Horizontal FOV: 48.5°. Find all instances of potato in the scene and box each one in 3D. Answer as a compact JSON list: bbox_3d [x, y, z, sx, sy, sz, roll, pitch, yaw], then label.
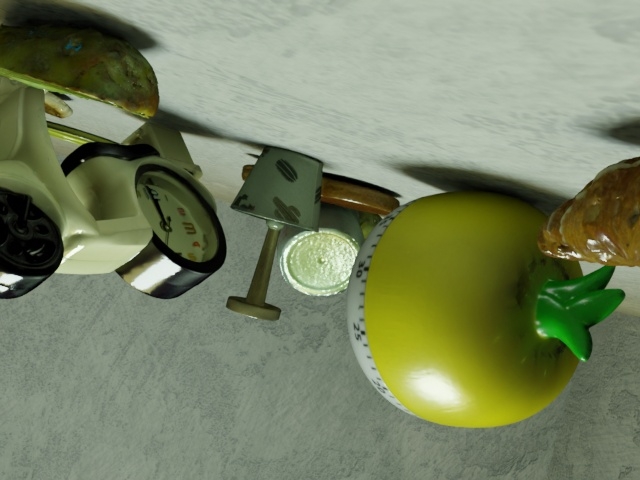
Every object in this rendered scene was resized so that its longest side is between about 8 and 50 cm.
[{"bbox_3d":[-0.200,-0.140,0.553,0.120,0.054,0.198,11,-174,-39],"label":"potato"},{"bbox_3d":[0.071,-0.024,1.384,0.117,0.090,0.225,15,178,24],"label":"potato"}]

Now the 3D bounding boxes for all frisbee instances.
[{"bbox_3d":[-0.526,-0.222,1.527,0.236,0.017,0.236,15,178,0],"label":"frisbee"}]

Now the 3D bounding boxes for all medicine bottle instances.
[{"bbox_3d":[0.000,0.000,1.196,0.147,0.147,0.143,16,-149,-12],"label":"medicine bottle"}]

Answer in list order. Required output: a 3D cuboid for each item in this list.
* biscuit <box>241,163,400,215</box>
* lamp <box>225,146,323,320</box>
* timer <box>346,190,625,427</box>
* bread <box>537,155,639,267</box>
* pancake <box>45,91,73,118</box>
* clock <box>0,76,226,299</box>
[{"bbox_3d":[0.004,-0.077,1.070,0.237,0.039,0.180,14,178,8],"label":"biscuit"},{"bbox_3d":[-0.065,-0.009,0.924,0.121,0.214,0.121,15,-179,0],"label":"lamp"},{"bbox_3d":[0.188,0.071,0.746,0.285,0.285,0.285,15,179,0],"label":"timer"},{"bbox_3d":[0.218,-0.016,0.371,0.105,0.075,0.233,1,-178,-42],"label":"bread"},{"bbox_3d":[-0.412,-0.200,0.955,0.158,0.028,0.158,18,178,1],"label":"pancake"},{"bbox_3d":[-0.266,-0.058,0.822,0.120,0.276,0.379,-33,159,21],"label":"clock"}]
